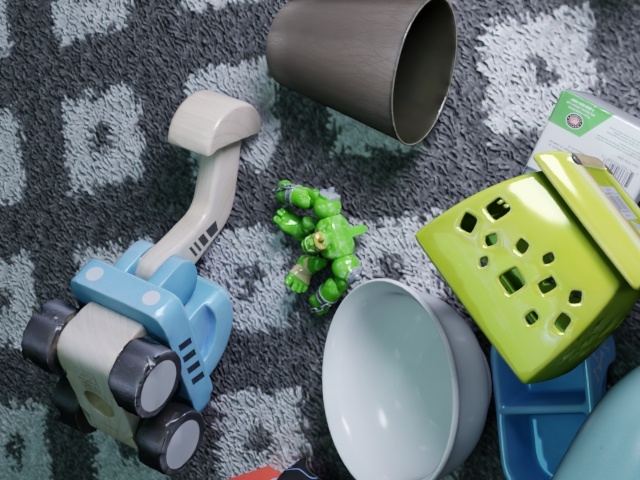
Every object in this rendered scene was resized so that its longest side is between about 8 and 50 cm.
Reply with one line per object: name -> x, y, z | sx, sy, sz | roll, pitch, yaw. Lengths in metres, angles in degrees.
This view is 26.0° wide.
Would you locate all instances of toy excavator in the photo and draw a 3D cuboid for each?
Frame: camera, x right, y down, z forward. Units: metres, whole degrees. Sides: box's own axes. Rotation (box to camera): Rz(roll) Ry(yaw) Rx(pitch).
toy excavator -> -0.226, 0.053, 2.079 | 0.222, 0.445, 0.433 | 20, 144, 27

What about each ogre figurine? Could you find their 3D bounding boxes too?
ogre figurine -> 0.000, 0.000, 2.002 | 0.118, 0.097, 0.197 | -20, 67, 48

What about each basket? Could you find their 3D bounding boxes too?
basket -> 0.051, -0.256, 1.923 | 0.227, 0.154, 0.204 | 18, 101, 32

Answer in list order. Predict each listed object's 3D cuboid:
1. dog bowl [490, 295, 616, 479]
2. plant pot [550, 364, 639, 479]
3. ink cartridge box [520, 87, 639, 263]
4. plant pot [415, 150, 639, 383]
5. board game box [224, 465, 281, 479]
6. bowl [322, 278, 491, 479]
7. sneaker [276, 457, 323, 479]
dog bowl -> 0.308, 0.219, 1.839 | 0.166, 0.074, 0.297 | -6, 89, 31
plant pot -> 0.434, 0.283, 1.658 | 0.293, 0.293, 0.235 | 21, 83, 28
ink cartridge box -> 0.343, -0.070, 1.792 | 0.153, 0.087, 0.208 | 33, 108, 24
plant pot -> 0.284, 0.018, 1.659 | 0.207, 0.228, 0.227 | -40, 75, 20
board game box -> -0.181, 0.468, 2.004 | 0.064, 0.316, 0.242 | 32, 108, 26
bowl -> 0.136, 0.197, 1.878 | 0.298, 0.134, 0.297 | 0, 90, 56
sneaker -> 0.034, 0.411, 2.012 | 0.232, 0.090, 0.081 | 40, 147, 0
